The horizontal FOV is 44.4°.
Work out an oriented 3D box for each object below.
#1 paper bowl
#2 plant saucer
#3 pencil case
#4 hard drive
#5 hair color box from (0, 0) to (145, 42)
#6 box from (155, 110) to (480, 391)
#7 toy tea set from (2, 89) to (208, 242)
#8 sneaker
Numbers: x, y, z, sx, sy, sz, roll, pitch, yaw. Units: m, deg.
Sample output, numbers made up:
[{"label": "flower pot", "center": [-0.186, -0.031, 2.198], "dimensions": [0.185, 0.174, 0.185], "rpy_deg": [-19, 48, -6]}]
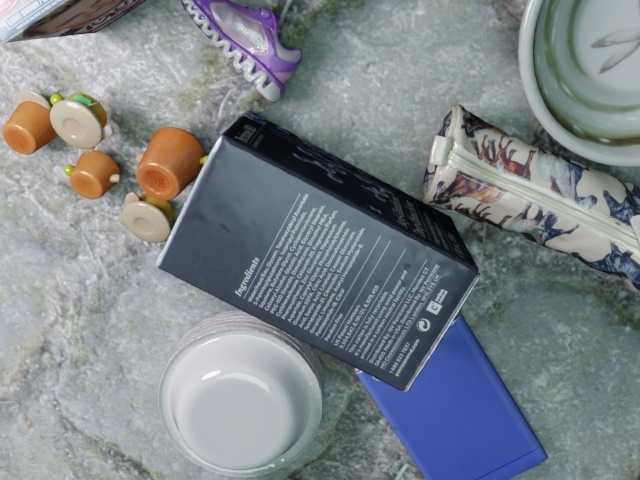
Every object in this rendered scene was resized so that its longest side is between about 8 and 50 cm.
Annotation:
[{"label": "paper bowl", "center": [-0.137, 0.275, 1.343], "dimensions": [0.284, 0.148, 0.284], "rpy_deg": [0, 107, 1]}, {"label": "plant saucer", "center": [0.479, -0.309, 1.150], "dimensions": [0.400, 0.100, 0.401], "rpy_deg": [-1, 118, -2]}, {"label": "pencil case", "center": [0.345, -0.064, 1.204], "dimensions": [0.410, 0.183, 0.160], "rpy_deg": [23, 89, -4]}, {"label": "hard drive", "center": [0.233, 0.304, 1.390], "dimensions": [0.210, 0.040, 0.319], "rpy_deg": [-30, 103, 11]}, {"label": "hair color box", "center": [-0.322, -0.360, 1.060], "dimensions": [0.173, 0.347, 0.105], "rpy_deg": [-30, 103, 11]}, {"label": "box", "center": [0.000, 0.000, 1.179], "dimensions": [0.395, 0.293, 0.212], "rpy_deg": [27, 105, -6]}, {"label": "toy tea set", "center": [-0.336, -0.153, 1.264], "dimensions": [0.336, 0.124, 0.200], "rpy_deg": [35, 134, -11]}, {"label": "sneaker", "center": [-0.119, -0.327, 1.201], "dimensions": [0.104, 0.095, 0.236], "rpy_deg": [-43, 105, 6]}]
